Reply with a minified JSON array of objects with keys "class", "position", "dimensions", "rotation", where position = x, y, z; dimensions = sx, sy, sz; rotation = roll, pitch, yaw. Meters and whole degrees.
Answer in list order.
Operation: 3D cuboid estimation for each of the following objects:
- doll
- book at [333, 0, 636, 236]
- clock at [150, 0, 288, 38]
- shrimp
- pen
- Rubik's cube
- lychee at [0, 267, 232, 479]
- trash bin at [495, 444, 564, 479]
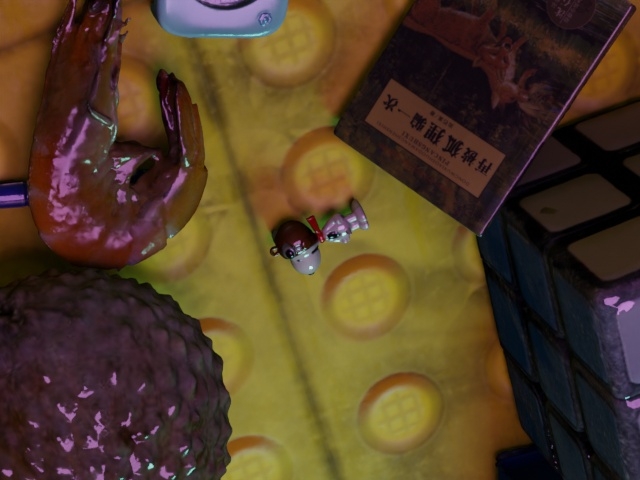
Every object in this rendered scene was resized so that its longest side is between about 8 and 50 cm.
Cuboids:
[{"class":"doll","position":[0.000,-0.005,1.577],"dimensions":[0.085,0.040,0.058],"rotation":[-40,131,6]},{"class":"book","position":[0.133,-0.140,1.515],"dimensions":[0.160,0.024,0.228],"rotation":[36,100,15]},{"class":"clock","position":[-0.077,-0.235,1.449],"dimensions":[0.108,0.045,0.147],"rotation":[-1,112,-19]},{"class":"shrimp","position":[-0.163,-0.096,1.461],"dimensions":[0.150,0.068,0.249],"rotation":[-7,109,-24]},{"class":"pen","position":[-0.201,-0.043,1.502],"dimensions":[0.204,0.025,0.025],"rotation":[-5,114,-16]},{"class":"Rubik's cube","position":[0.331,0.063,1.567],"dimensions":[0.303,0.301,0.305],"rotation":[-22,118,-9]},{"class":"lychee","position":[-0.196,0.152,1.467],"dimensions":[0.255,0.274,0.255],"rotation":[-8,146,-6]},{"class":"trash bin","position":[0.238,0.318,1.734],"dimensions":[0.184,0.162,0.234],"rotation":[-14,111,-12]}]
